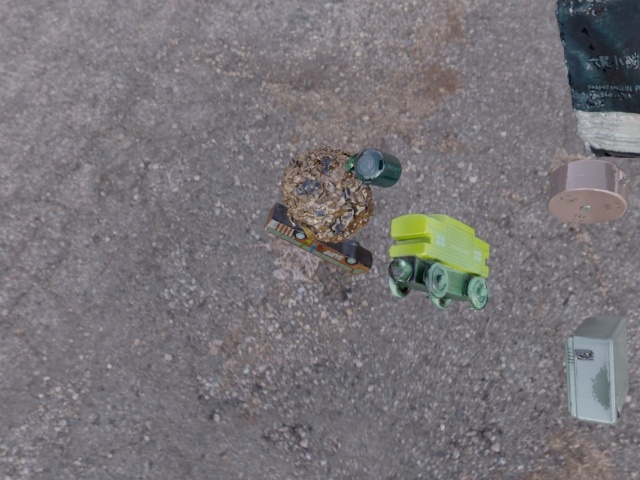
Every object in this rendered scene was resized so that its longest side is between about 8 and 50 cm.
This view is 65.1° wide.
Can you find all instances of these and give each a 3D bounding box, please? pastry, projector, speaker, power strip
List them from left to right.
[{"bbox_3d":[0.012,-0.124,1.344,0.275,0.275,0.193,-36,19,-15],"label":"pastry"},{"bbox_3d":[0.087,-0.129,0.859,0.094,0.075,0.060,32,106,37],"label":"speaker"},{"bbox_3d":[0.566,-0.100,1.058,0.154,0.154,0.078,12,68,13],"label":"power strip"},{"bbox_3d":[0.632,0.287,1.142,0.099,0.256,0.192,-4,92,37],"label":"projector"}]

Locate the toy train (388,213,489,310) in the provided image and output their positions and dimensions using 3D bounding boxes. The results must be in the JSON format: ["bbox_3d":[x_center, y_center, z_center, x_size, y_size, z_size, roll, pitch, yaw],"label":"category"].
[{"bbox_3d":[0.373,0.064,1.549,0.179,0.442,0.272,-8,72,45],"label":"toy train"}]

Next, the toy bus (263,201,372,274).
[{"bbox_3d":[0.000,0.000,1.736,0.408,0.092,0.093,28,46,-20],"label":"toy bus"}]

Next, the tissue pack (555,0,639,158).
[{"bbox_3d":[0.507,-0.219,0.504,0.264,0.253,0.416,-33,27,-18],"label":"tissue pack"}]
